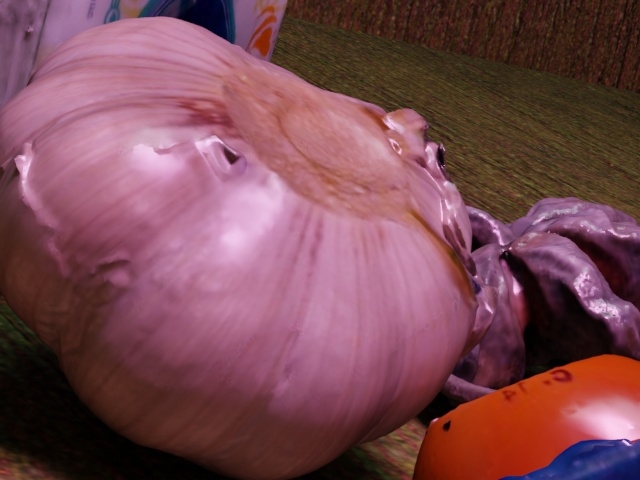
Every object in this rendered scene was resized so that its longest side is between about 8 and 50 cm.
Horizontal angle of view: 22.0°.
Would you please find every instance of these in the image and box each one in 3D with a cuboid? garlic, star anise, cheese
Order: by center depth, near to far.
[{"bbox_3d":[0.132,0.127,0.838,0.217,0.129,0.329,-21,-13,-1],"label":"cheese"},{"bbox_3d":[-0.060,0.005,0.995,0.322,0.241,0.322,15,15,-4],"label":"garlic"},{"bbox_3d":[0.161,0.034,1.262,0.316,0.139,0.359,-30,21,-32],"label":"star anise"}]

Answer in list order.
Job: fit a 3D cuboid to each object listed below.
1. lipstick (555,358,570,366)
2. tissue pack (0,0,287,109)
[{"bbox_3d":[0.244,0.096,1.349,0.073,0.073,0.279,10,16,-26],"label":"lipstick"},{"bbox_3d":[-0.179,-0.135,1.297,0.162,0.287,0.388,23,15,17],"label":"tissue pack"}]
